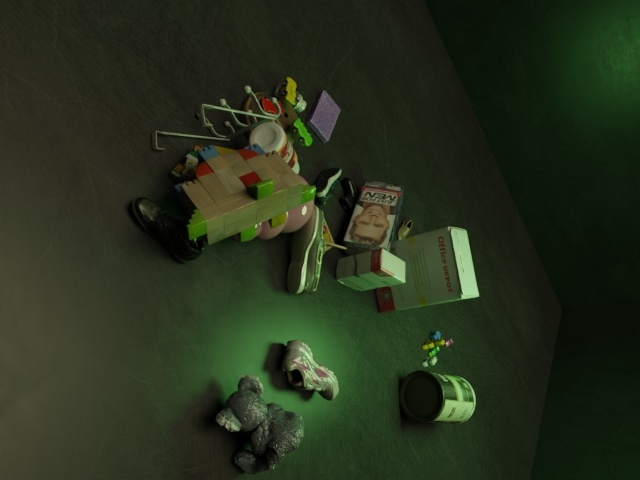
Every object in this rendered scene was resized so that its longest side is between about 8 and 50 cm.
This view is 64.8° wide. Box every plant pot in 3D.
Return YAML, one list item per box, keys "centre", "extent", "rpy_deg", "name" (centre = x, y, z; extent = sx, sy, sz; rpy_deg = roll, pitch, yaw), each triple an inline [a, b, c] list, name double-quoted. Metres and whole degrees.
- centre: [-0.158, -0.424, 1.782]
  extent: [0.237, 0.110, 0.237]
  rpy_deg: [22, 60, -44]
  name: "plant pot"

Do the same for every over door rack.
- centre: [-0.306, -0.362, 1.481]
  extent: [0.324, 0.239, 0.108]
  rpy_deg: [-24, 98, -51]
  name: "over door rack"

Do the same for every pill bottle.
- centre: [-0.111, -0.539, 1.910]
  extent: [0.120, 0.067, 0.067]
  rpy_deg: [31, 55, -39]
  name: "pill bottle"
- centre: [-0.147, -0.285, 1.678]
  extent: [0.221, 0.121, 0.121]
  rpy_deg: [55, 33, -66]
  name: "pill bottle"

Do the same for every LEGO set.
- centre: [0.533, 0.474, 2.285]
  extent: [0.227, 0.093, 0.087]
  rpy_deg: [-34, 103, -50]
  name: "LEGO set"

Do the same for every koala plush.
- centre: [-0.174, 0.493, 1.390]
  extent: [0.221, 0.203, 0.196]
  rpy_deg: [49, 43, -10]
  name: "koala plush"

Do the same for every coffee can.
- centre: [0.485, 0.650, 2.081]
  extent: [0.275, 0.201, 0.201]
  rpy_deg: [22, 61, -44]
  name: "coffee can"

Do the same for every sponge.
- centre: [0.014, -0.511, 2.077]
  extent: [0.117, 0.031, 0.210]
  rpy_deg: [44, 48, -31]
  name: "sponge"

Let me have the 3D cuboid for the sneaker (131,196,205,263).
- centre: [-0.395, -0.040, 1.352]
  extent: [0.227, 0.130, 0.087]
  rpy_deg: [52, 42, -21]
  name: "sneaker"

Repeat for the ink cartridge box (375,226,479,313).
- centre: [0.410, 0.126, 2.034]
  extent: [0.160, 0.385, 0.279]
  rpy_deg: [3, 75, -49]
  name: "ink cartridge box"

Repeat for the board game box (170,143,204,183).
- centre: [-0.289, -0.170, 1.471]
  extent: [0.260, 0.030, 0.136]
  rpy_deg: [31, 57, 4]
  name: "board game box"

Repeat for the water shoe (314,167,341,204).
- centre: [0.026, -0.213, 1.971]
  extent: [0.203, 0.073, 0.080]
  rpy_deg: [-55, 145, -45]
  name: "water shoe"

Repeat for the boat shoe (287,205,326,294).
- centre: [-0.036, 0.034, 1.717]
  extent: [0.091, 0.109, 0.305]
  rpy_deg: [13, 88, -38]
  name: "boat shoe"

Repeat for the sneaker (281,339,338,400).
- centre: [-0.043, 0.441, 1.625]
  extent: [0.252, 0.103, 0.111]
  rpy_deg: [49, 49, -17]
  name: "sneaker"

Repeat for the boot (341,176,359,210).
- centre: [0.111, -0.187, 2.066]
  extent: [0.121, 0.045, 0.099]
  rpy_deg: [61, 41, -20]
  name: "boot"

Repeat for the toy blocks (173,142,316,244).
- centre: [-0.241, -0.159, 1.380]
  extent: [0.381, 0.190, 0.261]
  rpy_deg: [-26, 59, -26]
  name: "toy blocks"

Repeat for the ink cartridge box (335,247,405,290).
- centre: [0.189, 0.115, 1.910]
  extent: [0.158, 0.218, 0.092]
  rpy_deg: [29, 55, -41]
  name: "ink cartridge box"

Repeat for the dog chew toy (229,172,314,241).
- centre: [-0.175, -0.097, 1.586]
  extent: [0.332, 0.207, 0.206]
  rpy_deg: [-29, 99, -42]
  name: "dog chew toy"

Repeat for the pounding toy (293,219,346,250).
- centre: [0.000, 0.000, 1.821]
  extent: [0.130, 0.100, 0.141]
  rpy_deg: [-31, 100, -50]
  name: "pounding toy"

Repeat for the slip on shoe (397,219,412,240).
- centre: [0.395, -0.047, 2.350]
  extent: [0.051, 0.041, 0.135]
  rpy_deg: [56, 42, -20]
  name: "slip on shoe"

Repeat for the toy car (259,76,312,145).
- centre: [-0.107, -0.412, 1.706]
  extent: [0.225, 0.053, 0.239]
  rpy_deg: [57, 39, -22]
  name: "toy car"

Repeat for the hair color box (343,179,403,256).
- centre: [0.220, -0.083, 2.037]
  extent: [0.105, 0.174, 0.347]
  rpy_deg: [83, 22, -50]
  name: "hair color box"
